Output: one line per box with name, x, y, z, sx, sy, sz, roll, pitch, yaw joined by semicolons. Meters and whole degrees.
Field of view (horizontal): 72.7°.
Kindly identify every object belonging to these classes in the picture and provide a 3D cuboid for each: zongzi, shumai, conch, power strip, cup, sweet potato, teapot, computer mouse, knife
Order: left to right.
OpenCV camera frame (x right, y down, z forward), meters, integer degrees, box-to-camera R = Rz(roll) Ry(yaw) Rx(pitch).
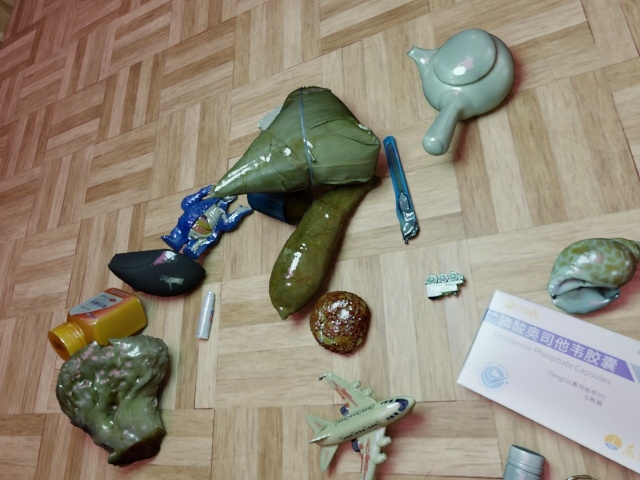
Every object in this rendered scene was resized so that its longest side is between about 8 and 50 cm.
shumai;-0.531;0.421;1.117;0.346;0.217;0.283;-27;61;14
computer mouse;-0.459;0.102;1.222;0.270;0.170;0.100;-6;55;29
zongzi;-0.098;-0.247;1.067;0.393;0.174;0.356;-15;44;-12
cup;-0.104;-0.128;1.159;0.138;0.113;0.150;21;72;33
power strip;-0.099;-0.369;1.286;0.192;0.035;0.081;-30;62;16
sweet potato;-0.003;-0.004;1.058;0.131;0.130;0.422;23;74;32
knife;0.189;-0.132;1.054;0.044;0.026;0.296;-25;62;31
teapot;0.330;-0.339;0.983;0.220;0.149;0.317;-14;65;24
conch;0.490;0.053;0.788;0.116;0.106;0.172;36;110;11

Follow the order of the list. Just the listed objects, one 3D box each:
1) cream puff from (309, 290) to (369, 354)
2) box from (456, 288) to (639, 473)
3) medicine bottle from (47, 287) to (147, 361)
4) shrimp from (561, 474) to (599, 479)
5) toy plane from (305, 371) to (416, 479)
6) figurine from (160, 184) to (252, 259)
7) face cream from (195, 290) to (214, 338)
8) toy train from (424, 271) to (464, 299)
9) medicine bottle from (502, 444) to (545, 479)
cream puff;0.038;0.182;0.985;0.149;0.084;0.148;-10;69;27
box;0.443;0.239;0.762;0.344;0.065;0.200;21;82;32
medicine bottle;-0.630;0.237;1.230;0.150;0.222;0.111;11;120;32
shrimp;0.458;0.467;0.694;0.124;0.034;0.178;-40;54;2
toy plane;0.083;0.370;0.881;0.256;0.104;0.241;-29;59;16
figurine;-0.327;-0.062;1.254;0.164;0.120;0.262;44;72;7
face cream;-0.313;0.202;1.190;0.034;0.034;0.129;-2;72;27
toy train;0.266;0.096;0.927;0.083;0.033;0.053;-10;73;24
medicine bottle;0.349;0.410;0.753;0.058;0.058;0.091;11;78;30
